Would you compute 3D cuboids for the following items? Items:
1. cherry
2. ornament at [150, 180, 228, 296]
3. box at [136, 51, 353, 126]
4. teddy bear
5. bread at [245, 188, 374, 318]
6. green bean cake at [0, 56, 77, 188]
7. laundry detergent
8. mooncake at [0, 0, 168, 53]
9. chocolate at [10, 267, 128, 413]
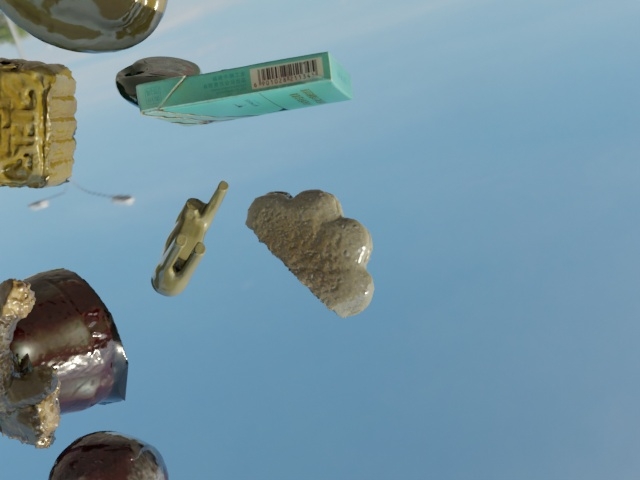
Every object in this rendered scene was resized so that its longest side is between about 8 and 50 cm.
[{"bbox_3d":[-0.334,0.394,1.340,0.195,0.195,0.195,-12,-154,6],"label":"cherry"},{"bbox_3d":[-0.227,-0.006,1.423,0.245,0.061,0.230,-49,-160,49],"label":"ornament"},{"bbox_3d":[-0.085,-0.180,1.014,0.229,0.041,0.162,-8,-179,11],"label":"box"},{"bbox_3d":[-0.551,0.220,1.528,0.246,0.296,0.222,10,173,39],"label":"teddy bear"},{"bbox_3d":[0.000,0.002,1.805,0.183,0.337,0.102,-47,168,9],"label":"bread"},{"bbox_3d":[-0.545,-0.201,1.446,0.224,0.230,0.131,5,-171,6],"label":"green bean cake"},{"bbox_3d":[-0.265,-0.246,1.341,0.137,0.063,0.211,10,-156,-1],"label":"laundry detergent"},{"bbox_3d":[-0.328,-0.361,1.123,0.234,0.235,0.117,-19,-164,-9],"label":"mooncake"},{"bbox_3d":[-0.682,0.279,1.950,0.383,0.384,0.331,10,-151,41],"label":"chocolate"}]
